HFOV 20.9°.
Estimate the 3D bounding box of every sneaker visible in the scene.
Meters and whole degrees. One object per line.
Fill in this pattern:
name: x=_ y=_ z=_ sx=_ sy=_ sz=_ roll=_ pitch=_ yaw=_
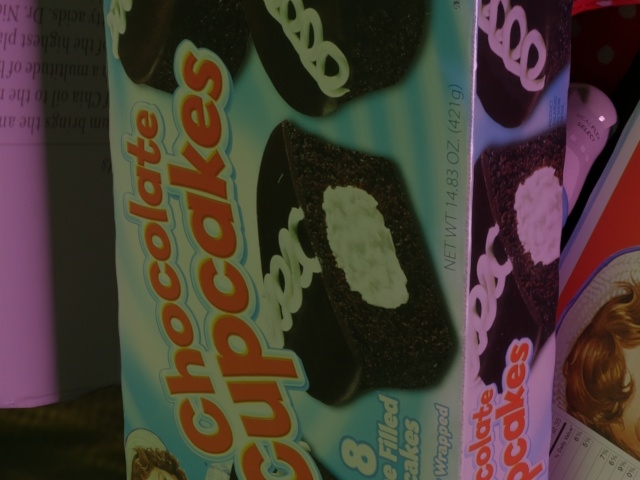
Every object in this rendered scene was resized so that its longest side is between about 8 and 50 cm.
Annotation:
sneaker: x=0.064 y=-0.031 z=0.734 sx=0.071 sy=0.083 sz=0.190 roll=46 pitch=163 yaw=-19

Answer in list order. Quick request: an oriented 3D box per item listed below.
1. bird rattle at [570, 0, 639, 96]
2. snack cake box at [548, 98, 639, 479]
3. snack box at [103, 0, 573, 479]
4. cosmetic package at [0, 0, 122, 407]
bird rattle: x=0.061 y=-0.185 z=0.716 sx=0.253 sy=0.143 sz=0.207 roll=14 pitch=84 yaw=27
snack cake box: x=0.160 y=0.064 z=0.689 sx=0.152 sy=0.089 sz=0.264 roll=34 pitch=109 yaw=27
snack box: x=0.000 y=0.000 z=0.658 sx=0.187 sy=0.060 sz=0.322 roll=19 pitch=119 yaw=41
cosmetic package: x=-0.151 y=-0.162 z=0.782 sx=0.161 sy=0.230 sz=0.453 roll=14 pitch=99 yaw=30
